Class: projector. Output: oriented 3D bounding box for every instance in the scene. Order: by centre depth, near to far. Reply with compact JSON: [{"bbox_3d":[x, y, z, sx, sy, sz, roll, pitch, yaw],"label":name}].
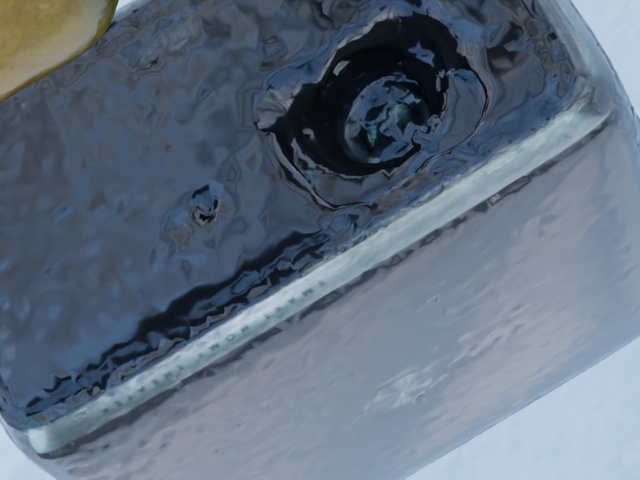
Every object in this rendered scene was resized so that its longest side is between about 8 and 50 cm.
[{"bbox_3d":[0.000,0.000,1.043,0.395,0.405,0.242,-32,64,3],"label":"projector"}]

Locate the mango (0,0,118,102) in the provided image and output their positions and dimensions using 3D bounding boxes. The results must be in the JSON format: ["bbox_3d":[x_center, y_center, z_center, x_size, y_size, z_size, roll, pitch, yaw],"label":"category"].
[{"bbox_3d":[-0.166,-0.092,0.631,0.165,0.089,0.115,-23,130,6],"label":"mango"}]
